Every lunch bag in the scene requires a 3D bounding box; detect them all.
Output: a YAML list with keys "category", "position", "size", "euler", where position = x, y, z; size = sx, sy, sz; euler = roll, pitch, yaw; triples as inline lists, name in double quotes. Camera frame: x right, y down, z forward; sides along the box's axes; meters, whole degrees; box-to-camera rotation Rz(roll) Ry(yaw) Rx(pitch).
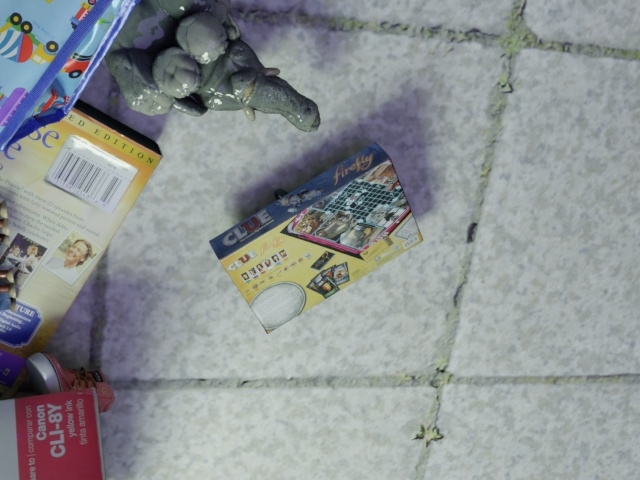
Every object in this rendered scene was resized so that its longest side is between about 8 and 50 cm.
- category: "lunch bag"
  position: [-0.285, -0.273, 0.899]
  size: [0.221, 0.138, 0.293]
  euler: [41, 116, -4]

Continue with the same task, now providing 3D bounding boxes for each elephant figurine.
- category: "elephant figurine"
  position: [-0.132, -0.199, 1.077]
  size: [0.169, 0.239, 0.186]
  euler: [-21, 79, 19]

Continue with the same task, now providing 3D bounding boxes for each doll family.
- category: "doll family"
  position: [-0.397, 0.026, 1.054]
  size: [0.111, 0.076, 0.193]
  euler: [-7, 117, -19]

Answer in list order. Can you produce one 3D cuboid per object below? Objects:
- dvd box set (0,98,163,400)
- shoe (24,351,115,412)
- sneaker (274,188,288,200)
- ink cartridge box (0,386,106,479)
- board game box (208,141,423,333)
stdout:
- category: "dvd box set"
  position: [-0.421, -0.004, 1.109]
  size: [0.307, 0.062, 0.420]
  euler: [28, 102, -25]
- category: "shoe"
  position: [-0.307, 0.178, 1.185]
  size: [0.081, 0.063, 0.178]
  euler: [-31, 150, -25]
- category: "sneaker"
  position: [-0.023, -0.049, 1.232]
  size: [0.083, 0.031, 0.035]
  euler: [32, 94, -34]
- category: "ink cartridge box"
  position: [-0.445, 0.323, 1.120]
  size: [0.384, 0.160, 0.279]
  euler: [-6, 147, -15]
- category: "board game box"
  position: [0.000, 0.000, 1.223]
  size: [0.243, 0.042, 0.165]
  euler: [-31, 136, -3]
